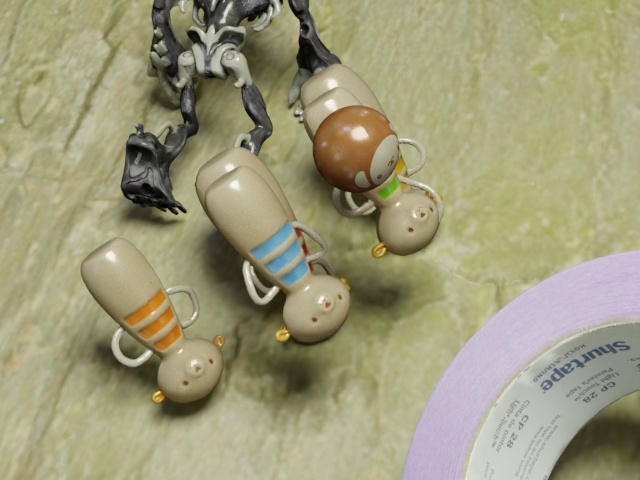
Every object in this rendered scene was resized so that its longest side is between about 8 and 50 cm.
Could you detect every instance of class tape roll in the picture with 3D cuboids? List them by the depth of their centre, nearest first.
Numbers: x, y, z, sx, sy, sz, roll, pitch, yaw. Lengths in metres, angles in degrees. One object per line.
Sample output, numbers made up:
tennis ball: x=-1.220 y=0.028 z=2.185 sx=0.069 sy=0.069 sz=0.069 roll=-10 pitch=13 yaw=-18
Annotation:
tape roll: x=0.180 y=0.145 z=0.709 sx=0.275 sy=0.090 sz=0.274 roll=-23 pitch=50 yaw=30

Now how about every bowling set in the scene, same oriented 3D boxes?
bowling set: x=0.000 y=0.000 z=0.845 sx=0.287 sy=0.154 sz=0.200 roll=-41 pitch=16 yaw=-21

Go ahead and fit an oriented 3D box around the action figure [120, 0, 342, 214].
action figure: x=-0.072 y=-0.144 z=1.020 sx=0.164 sy=0.141 sz=0.275 roll=9 pitch=67 yaw=13
